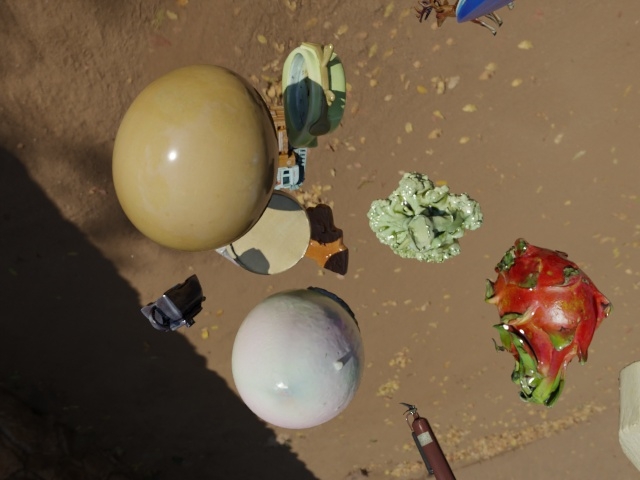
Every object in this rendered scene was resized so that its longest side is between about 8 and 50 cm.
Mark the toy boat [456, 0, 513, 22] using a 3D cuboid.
[{"bbox_3d":[0.347,-0.497,0.858,0.129,0.088,0.295,-16,172,-28],"label":"toy boat"}]

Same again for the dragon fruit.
[{"bbox_3d":[0.377,0.141,0.842,0.200,0.198,0.269,29,87,8],"label":"dragon fruit"}]

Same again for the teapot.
[{"bbox_3d":[-0.318,0.153,1.068,0.087,0.177,0.096,-29,97,25],"label":"teapot"}]

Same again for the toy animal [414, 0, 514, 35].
[{"bbox_3d":[0.413,-0.687,1.375,0.260,0.243,0.087,30,83,4],"label":"toy animal"}]

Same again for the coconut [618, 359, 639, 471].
[{"bbox_3d":[0.802,0.377,1.015,0.324,0.322,0.322,-7,133,-8],"label":"coconut"}]

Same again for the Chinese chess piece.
[{"bbox_3d":[-0.150,-0.024,1.346,0.250,0.103,0.249,-2,99,-13],"label":"Chinese chess piece"}]

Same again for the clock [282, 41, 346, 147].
[{"bbox_3d":[-0.012,-0.362,1.163,0.096,0.308,0.234,-4,92,-19],"label":"clock"}]

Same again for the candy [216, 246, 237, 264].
[{"bbox_3d":[-0.330,-0.011,1.859,0.184,0.137,0.195,-59,142,-11],"label":"candy"}]

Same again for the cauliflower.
[{"bbox_3d":[0.298,-0.071,1.344,0.328,0.260,0.281,-7,167,6],"label":"cauliflower"}]

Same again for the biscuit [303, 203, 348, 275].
[{"bbox_3d":[0.000,0.000,1.704,0.306,0.043,0.284,52,139,-9],"label":"biscuit"}]

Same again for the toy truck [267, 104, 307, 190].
[{"bbox_3d":[-0.133,-0.314,1.702,0.185,0.132,0.338,-6,135,-8],"label":"toy truck"}]

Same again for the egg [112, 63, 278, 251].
[{"bbox_3d":[-0.231,-0.146,0.896,0.302,0.300,0.373,4,136,-17],"label":"egg"}]

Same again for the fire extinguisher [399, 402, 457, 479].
[{"bbox_3d":[0.177,0.341,0.753,0.035,0.173,0.049,-22,147,-4],"label":"fire extinguisher"}]

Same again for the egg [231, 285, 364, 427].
[{"bbox_3d":[-0.063,0.320,1.207,0.355,0.340,0.353,1,100,5],"label":"egg"}]
